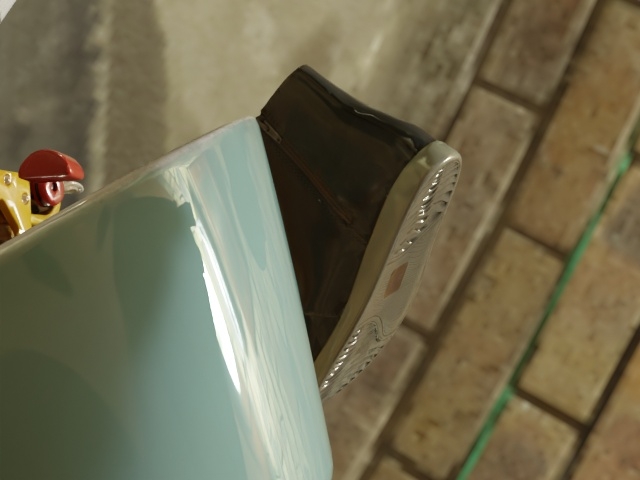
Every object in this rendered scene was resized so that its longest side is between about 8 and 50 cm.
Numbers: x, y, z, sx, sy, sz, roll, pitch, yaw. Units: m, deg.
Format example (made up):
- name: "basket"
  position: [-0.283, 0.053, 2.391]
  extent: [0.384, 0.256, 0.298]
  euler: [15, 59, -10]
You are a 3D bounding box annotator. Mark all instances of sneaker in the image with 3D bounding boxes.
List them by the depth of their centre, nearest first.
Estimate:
- name: "sneaker"
  position: [0.000, 0.000, 1.230]
  extent: [0.083, 0.118, 0.222]
  euler: [-28, 149, -50]

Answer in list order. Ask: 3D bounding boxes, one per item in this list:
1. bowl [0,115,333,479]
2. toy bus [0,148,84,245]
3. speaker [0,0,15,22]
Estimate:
- name: "bowl"
  position: [-0.117, 0.097, 0.770]
  extent: [0.311, 0.163, 0.311]
  euler: [-32, -178, 1]
- name: "toy bus"
  position: [-0.250, 0.001, 1.370]
  extent: [0.202, 0.191, 0.104]
  euler: [0, 84, -17]
- name: "speaker"
  position: [-0.177, -0.195, 1.180]
  extent: [0.136, 0.055, 0.055]
  euler: [-58, 149, -15]
